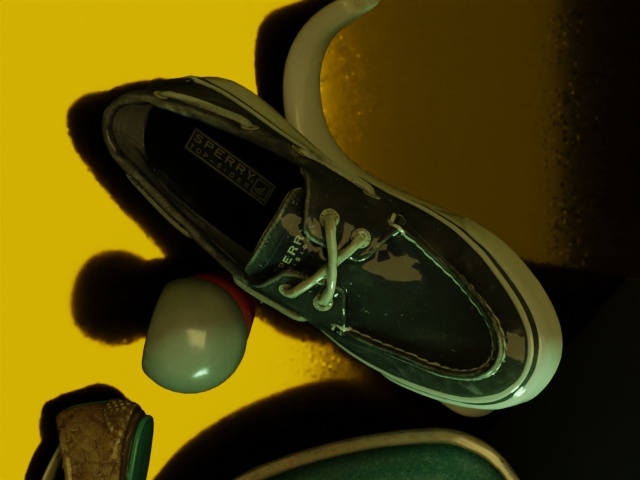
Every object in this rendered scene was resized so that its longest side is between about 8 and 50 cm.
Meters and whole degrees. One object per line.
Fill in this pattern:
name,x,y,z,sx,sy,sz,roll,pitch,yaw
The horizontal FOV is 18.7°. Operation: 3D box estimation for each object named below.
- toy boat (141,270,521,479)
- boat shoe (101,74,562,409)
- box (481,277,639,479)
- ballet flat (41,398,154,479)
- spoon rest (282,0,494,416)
toy boat,-0.018,0.164,1.163,0.267,0.148,0.318,-25,94,8
boat shoe,0.000,0.000,1.121,0.301,0.102,0.108,38,109,18
box,0.291,0.190,1.198,0.294,0.296,0.183,43,82,-15
ballet flat,-0.149,0.197,1.196,0.067,0.073,0.206,9,89,10
spoon rest,0.051,-0.018,1.217,0.084,0.137,0.276,-20,96,31
